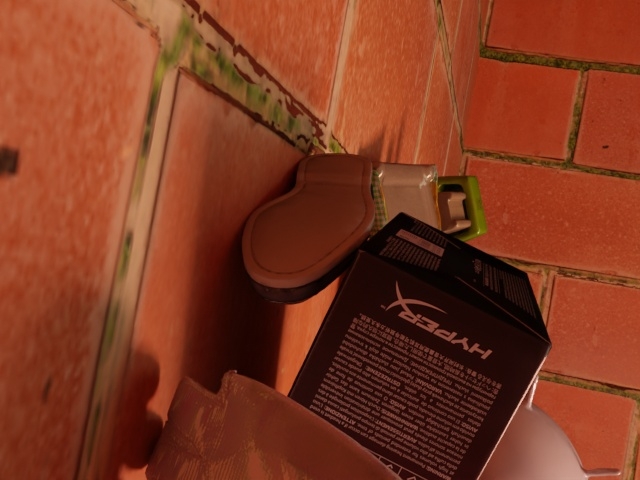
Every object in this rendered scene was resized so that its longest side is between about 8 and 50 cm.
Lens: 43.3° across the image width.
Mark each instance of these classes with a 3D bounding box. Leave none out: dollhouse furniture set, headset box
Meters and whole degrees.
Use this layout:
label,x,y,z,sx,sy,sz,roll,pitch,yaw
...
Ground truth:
label,x,y,z,sx,sy,sz,roll,pitch,yaw
dollhouse furniture set,0.083,0.020,0.958,0.301,0.151,0.197,-6,85,-60
headset box,0.024,0.142,0.519,0.293,0.110,0.218,-64,173,11

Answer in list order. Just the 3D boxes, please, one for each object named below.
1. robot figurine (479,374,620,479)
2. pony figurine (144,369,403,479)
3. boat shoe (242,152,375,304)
label,x,y,z,sx,sy,sz,roll,pitch,yaw
robot figurine,0.136,0.294,0.861,0.353,0.300,0.200,-43,-176,20
pony figurine,0.008,0.247,0.267,0.363,0.351,0.302,-25,122,-53
boat shoe,0.000,0.000,0.529,0.206,0.075,0.065,-65,159,-65
